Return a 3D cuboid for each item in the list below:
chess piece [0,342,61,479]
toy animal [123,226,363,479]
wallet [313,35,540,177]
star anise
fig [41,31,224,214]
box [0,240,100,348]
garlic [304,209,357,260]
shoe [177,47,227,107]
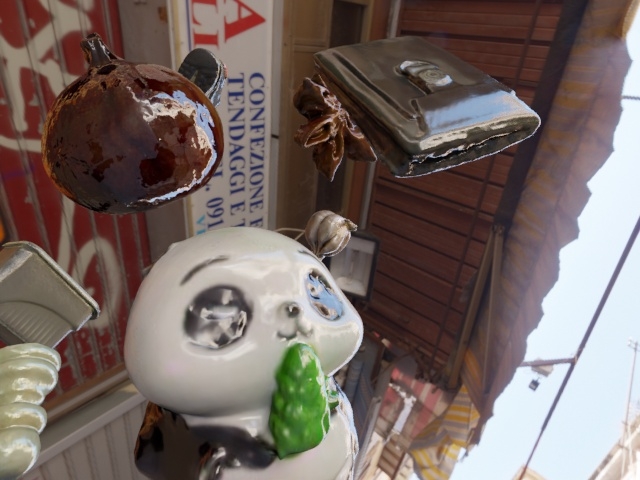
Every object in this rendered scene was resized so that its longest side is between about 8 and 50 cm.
[{"bbox_3d":[-0.581,0.332,0.771,0.243,0.133,0.133,61,-39,42],"label":"chess piece"},{"bbox_3d":[-0.062,0.122,0.375,0.213,0.213,0.266,12,-72,37],"label":"toy animal"},{"bbox_3d":[0.103,-0.175,0.457,0.052,0.169,0.245,85,-18,-50],"label":"wallet"},{"bbox_3d":[0.017,-0.211,0.733,0.111,0.212,0.196,-27,-86,32],"label":"star anise"},{"bbox_3d":[-0.254,-0.142,0.550,0.235,0.235,0.214,35,-31,25],"label":"fig"},{"bbox_3d":[-0.706,0.155,0.982,0.138,0.178,0.274,-5,-51,27],"label":"box"},{"bbox_3d":[0.000,0.000,1.148,0.127,0.194,0.131,45,-10,-28],"label":"garlic"},{"bbox_3d":[-0.382,-0.414,1.225,0.132,0.171,0.336,33,-67,-4],"label":"shoe"}]
